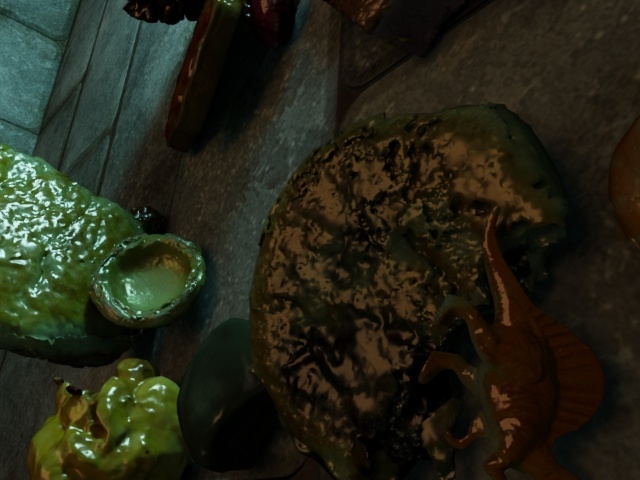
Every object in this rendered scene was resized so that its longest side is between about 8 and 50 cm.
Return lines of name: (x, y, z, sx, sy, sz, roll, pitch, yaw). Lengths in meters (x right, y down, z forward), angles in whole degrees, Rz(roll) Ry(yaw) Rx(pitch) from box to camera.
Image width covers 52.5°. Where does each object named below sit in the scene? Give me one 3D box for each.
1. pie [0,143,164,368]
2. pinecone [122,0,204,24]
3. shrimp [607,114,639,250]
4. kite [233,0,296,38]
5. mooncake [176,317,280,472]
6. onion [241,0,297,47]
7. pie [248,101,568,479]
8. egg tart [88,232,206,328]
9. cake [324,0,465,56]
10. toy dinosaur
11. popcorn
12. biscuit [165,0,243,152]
pie: (-0.481, 0.034, 1.100, 0.180, 0.418, 0.395, -42, 40, 33)
pinecone: (-0.312, -0.574, 1.381, 0.244, 0.244, 0.309, -27, 10, 44)
shrimp: (0.281, -0.037, 0.441, 0.187, 0.052, 0.132, 18, 104, 62)
kite: (-0.081, -0.519, 1.251, 0.377, 0.013, 0.327, -48, 39, 24)
mooncake: (-0.086, 0.181, 0.755, 0.175, 0.104, 0.168, -26, 47, 41)
onion: (-0.087, -0.384, 1.104, 0.107, 0.097, 0.107, 177, 90, -72)
pie: (0.058, 0.036, 0.606, 0.297, 0.078, 0.371, 31, 100, 36)
egg tart: (-0.270, 0.073, 1.035, 0.197, 0.197, 0.078, -111, 12, -47)
cake: (0.056, -0.310, 0.841, 0.112, 0.116, 0.295, -62, 34, 6)
toy dinosaur: (0.148, 0.092, 0.469, 0.142, 0.057, 0.211, 21, 97, 20)
popcorn: (-0.273, 0.278, 0.884, 0.190, 0.191, 0.253, -18, 47, 32)
biscuit: (-0.216, -0.340, 1.209, 0.381, 0.074, 0.359, -62, 17, 21)
